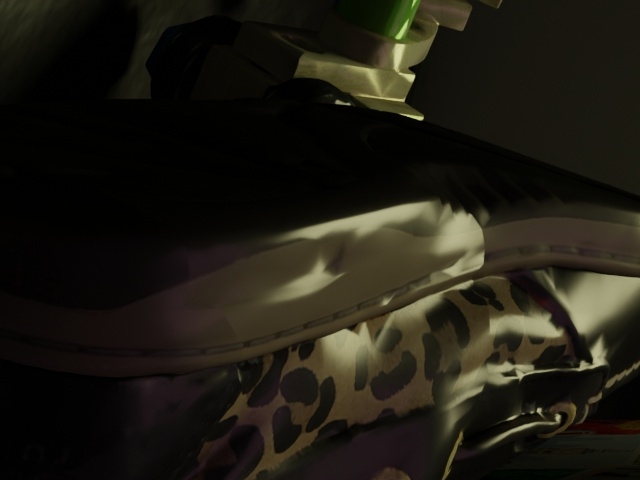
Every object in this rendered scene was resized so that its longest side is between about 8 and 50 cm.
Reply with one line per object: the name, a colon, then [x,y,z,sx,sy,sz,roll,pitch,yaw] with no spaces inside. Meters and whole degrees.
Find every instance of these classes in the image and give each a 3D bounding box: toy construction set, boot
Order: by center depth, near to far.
boot: [-0.008,0.106,0.597,0.377,0.138,0.284,-5,111,-61]
toy construction set: [0.000,0.000,0.803,0.215,0.151,0.328,2,103,-49]

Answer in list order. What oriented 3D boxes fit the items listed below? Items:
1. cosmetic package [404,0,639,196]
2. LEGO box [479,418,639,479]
cosmetic package: [0.294,-0.117,1.190,0.329,0.393,0.327,-49,157,-52]
LEGO box: [0.194,0.237,1.219,0.500,0.372,0.193,-6,94,-66]
